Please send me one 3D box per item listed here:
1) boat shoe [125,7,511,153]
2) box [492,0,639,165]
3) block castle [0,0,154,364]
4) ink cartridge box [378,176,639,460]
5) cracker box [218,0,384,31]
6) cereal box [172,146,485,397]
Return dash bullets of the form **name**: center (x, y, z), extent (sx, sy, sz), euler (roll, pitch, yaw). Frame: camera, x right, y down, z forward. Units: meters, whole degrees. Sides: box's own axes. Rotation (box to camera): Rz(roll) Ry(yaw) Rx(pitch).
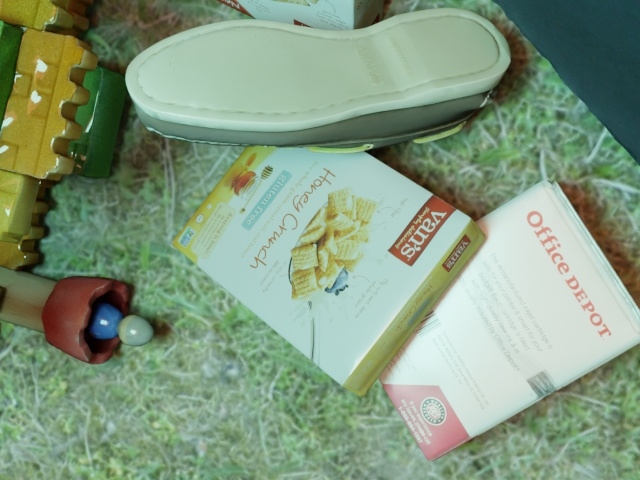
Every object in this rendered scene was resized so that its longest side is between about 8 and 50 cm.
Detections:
- **boat shoe**: center (-0.001, -0.122, 0.862), extent (0.325, 0.096, 0.116), euler (-10, 60, -18)
- **box**: center (0.400, -0.272, 0.569), extent (0.480, 0.472, 0.297), euler (-42, 95, -8)
- **block castle**: center (-0.240, -0.114, 0.882), extent (0.213, 0.303, 0.453), euler (14, 93, 18)
- **ink cartridge box**: center (0.152, 0.067, 0.899), extent (0.218, 0.092, 0.158), euler (-32, 83, 13)
- **cracker box**: center (-0.025, -0.259, 0.865), extent (0.156, 0.232, 0.067), euler (27, 73, 12)
- **cereal box**: center (0.000, 0.000, 0.895), extent (0.240, 0.047, 0.173), euler (35, 86, 36)
